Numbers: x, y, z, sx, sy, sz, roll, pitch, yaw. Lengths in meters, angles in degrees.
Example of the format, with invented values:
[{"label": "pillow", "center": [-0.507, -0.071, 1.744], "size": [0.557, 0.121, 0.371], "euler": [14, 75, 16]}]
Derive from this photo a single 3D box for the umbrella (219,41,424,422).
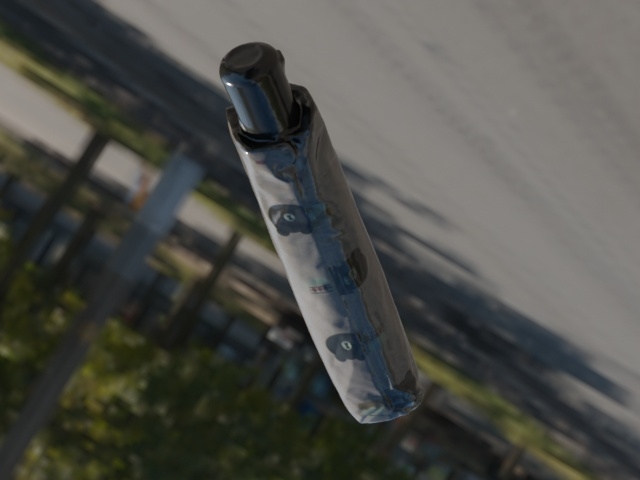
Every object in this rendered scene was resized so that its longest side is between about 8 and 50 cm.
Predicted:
[{"label": "umbrella", "center": [0.000, 0.000, 1.376], "size": [0.073, 0.067, 0.337], "euler": [50, 166, 50]}]
